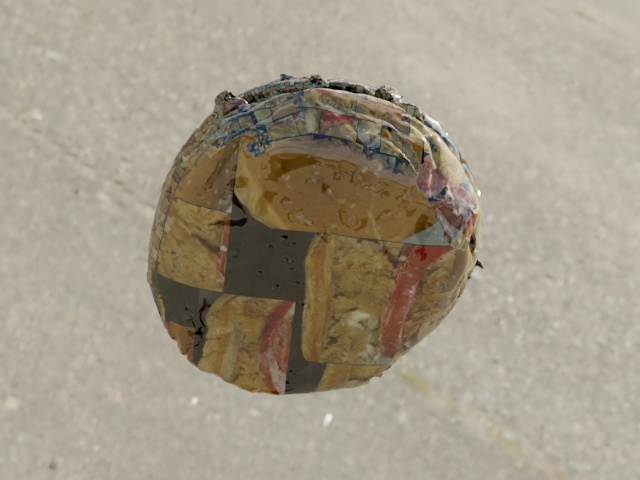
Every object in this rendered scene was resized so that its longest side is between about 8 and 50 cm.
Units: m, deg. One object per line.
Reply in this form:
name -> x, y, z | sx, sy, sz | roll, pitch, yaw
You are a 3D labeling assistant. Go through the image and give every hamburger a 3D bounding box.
hamburger -> 0.000, 0.000, 0.994 | 0.231, 0.231, 0.107 | 22, 34, -7
